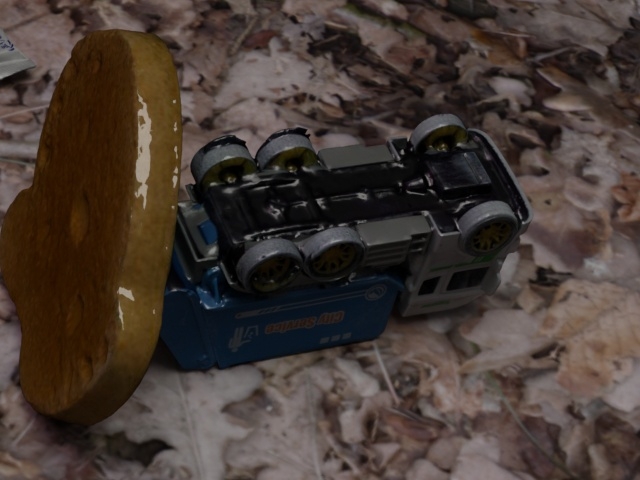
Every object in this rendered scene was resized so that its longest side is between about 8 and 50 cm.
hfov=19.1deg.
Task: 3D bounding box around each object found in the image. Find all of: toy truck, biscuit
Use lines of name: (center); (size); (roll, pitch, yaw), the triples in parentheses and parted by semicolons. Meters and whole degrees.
toy truck: (0.000, 0.000, 1.724); (0.367, 0.175, 0.146); (-9, 52, -21)
biscuit: (-0.199, -0.007, 1.636); (0.057, 0.287, 0.343); (12, 71, -30)

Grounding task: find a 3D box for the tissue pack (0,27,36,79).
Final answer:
tissue pack: (-0.389, -0.218, 1.928); (0.123, 0.026, 0.193); (-22, 57, -31)
